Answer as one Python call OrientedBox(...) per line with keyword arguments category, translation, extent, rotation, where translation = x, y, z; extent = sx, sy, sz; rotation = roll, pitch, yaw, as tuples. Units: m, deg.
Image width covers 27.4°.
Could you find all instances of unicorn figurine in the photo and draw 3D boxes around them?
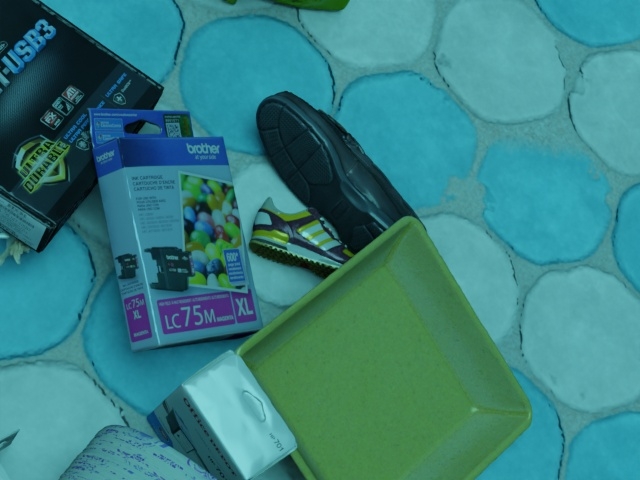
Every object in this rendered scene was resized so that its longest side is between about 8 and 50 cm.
OrientedBox(category="unicorn figurine", translation=(-0.411, -0.035, 1.635), extent=(0.162, 0.060, 0.111), rotation=(40, 54, 5))

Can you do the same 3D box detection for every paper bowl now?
OrientedBox(category="paper bowl", translation=(-0.178, 0.350, 1.456), extent=(0.284, 0.284, 0.148), rotation=(40, 64, -3))

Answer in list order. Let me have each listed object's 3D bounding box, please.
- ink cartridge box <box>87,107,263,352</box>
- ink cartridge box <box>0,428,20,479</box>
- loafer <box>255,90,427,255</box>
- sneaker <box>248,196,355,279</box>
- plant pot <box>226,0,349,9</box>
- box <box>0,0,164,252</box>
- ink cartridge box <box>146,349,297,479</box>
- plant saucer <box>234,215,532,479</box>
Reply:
OrientedBox(category="ink cartridge box", translation=(-0.182, -0.024, 1.651), extent=(0.185, 0.065, 0.311), rotation=(-5, 78, -49))
OrientedBox(category="ink cartridge box", translation=(-0.411, 0.293, 1.492), extent=(0.181, 0.104, 0.062), rotation=(-31, 84, -26))
OrientedBox(category="loafer", translation=(0.032, -0.085, 1.800), extent=(0.302, 0.109, 0.095), rotation=(51, 44, -4))
OrientedBox(category="sneaker", translation=(0.000, 0.000, 1.763), extent=(0.185, 0.069, 0.084), rotation=(20, 71, -13))
OrientedBox(category="plant pot", translation=(-0.054, -0.463, 1.830), extent=(0.207, 0.228, 0.227), rotation=(-5, 73, -13))
OrientedBox(category="box", translation=(-0.391, -0.173, 1.652), extent=(0.293, 0.073, 0.296), rotation=(36, 49, -5))
OrientedBox(category="ink cartridge box", translation=(-0.121, 0.228, 1.570), extent=(0.082, 0.191, 0.140), rotation=(-32, 84, -26))
OrientedBox(category="plant saucer", translation=(0.073, 0.191, 1.683), extent=(0.333, 0.081, 0.333), rotation=(-37, 102, -28))
